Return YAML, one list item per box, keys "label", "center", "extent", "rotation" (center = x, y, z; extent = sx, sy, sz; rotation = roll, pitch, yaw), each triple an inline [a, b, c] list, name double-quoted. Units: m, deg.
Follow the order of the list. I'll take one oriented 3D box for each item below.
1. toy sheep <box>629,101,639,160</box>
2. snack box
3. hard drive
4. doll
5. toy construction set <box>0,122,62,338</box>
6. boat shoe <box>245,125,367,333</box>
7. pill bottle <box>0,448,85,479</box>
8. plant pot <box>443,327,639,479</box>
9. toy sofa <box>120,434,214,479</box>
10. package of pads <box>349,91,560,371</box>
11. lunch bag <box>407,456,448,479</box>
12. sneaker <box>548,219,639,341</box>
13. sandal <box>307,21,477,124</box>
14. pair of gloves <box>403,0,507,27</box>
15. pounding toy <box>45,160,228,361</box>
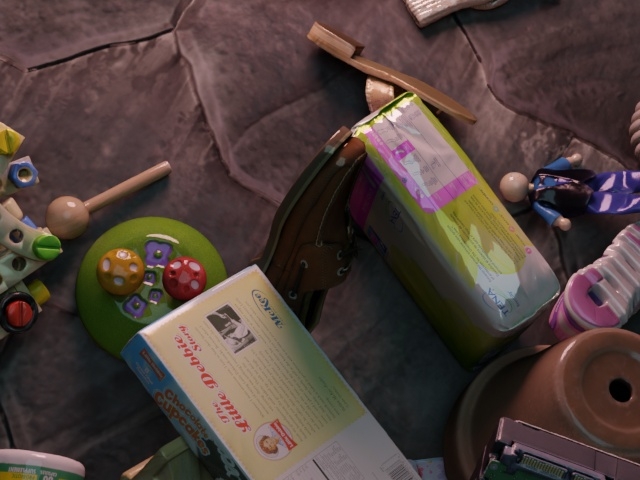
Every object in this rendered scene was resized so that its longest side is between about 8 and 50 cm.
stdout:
- label: "toy sheep"
  center: [0.427, -0.132, 1.969]
  extent: [0.091, 0.091, 0.132]
  rotation: [4, 66, -4]
- label: "snack box"
  center: [-0.048, 0.197, 1.718]
  extent: [0.187, 0.060, 0.322]
  rotation: [-30, 79, -41]
- label: "hard drive"
  center: [0.242, 0.357, 1.693]
  extent: [0.237, 0.339, 0.064]
  rotation: [19, 37, 1]
- label: "doll"
  center: [0.315, -0.063, 1.942]
  extent: [0.189, 0.046, 0.129]
  rotation: [0, 46, 12]
- label: "toy construction set"
  center: [-0.434, 0.035, 1.798]
  extent: [0.328, 0.151, 0.215]
  rotation: [-32, 104, -6]
- label: "boat shoe"
  center: [0.000, 0.000, 1.789]
  extent: [0.104, 0.307, 0.111]
  rotation: [37, 47, 9]
- label: "pill bottle"
  center: [-0.330, 0.341, 1.735]
  extent: [0.118, 0.117, 0.208]
  rotation: [8, 73, -3]
- label: "plant pot"
  center: [0.290, 0.211, 1.751]
  extent: [0.263, 0.229, 0.263]
  rotation: [6, 62, -11]
- label: "toy sofa"
  center: [-0.061, 0.371, 1.755]
  extent: [0.150, 0.177, 0.362]
  rotation: [-28, 77, -38]
- label: "package of pads"
  center: [0.140, -0.008, 1.828]
  extent: [0.101, 0.229, 0.296]
  rotation: [-34, 80, -14]
- label: "lunch bag"
  center: [0.118, 0.290, 1.830]
  extent: [0.083, 0.053, 0.071]
  rotation: [-4, 69, -2]
- label: "sneaker"
  center: [0.357, 0.057, 1.906]
  extent: [0.236, 0.104, 0.095]
  rotation: [-30, 73, -36]
- label: "sandal"
  center: [0.076, -0.179, 1.965]
  extent: [0.240, 0.088, 0.079]
  rotation: [33, 105, 11]
- label: "pair of gloves"
  center: [0.175, -0.409, 2.047]
  extent: [0.204, 0.042, 0.240]
  rotation: [-17, 75, -10]
- label: "pounding toy"
  center: [-0.207, 0.024, 1.845]
  extent: [0.183, 0.110, 0.237]
  rotation: [-24, 78, -12]
